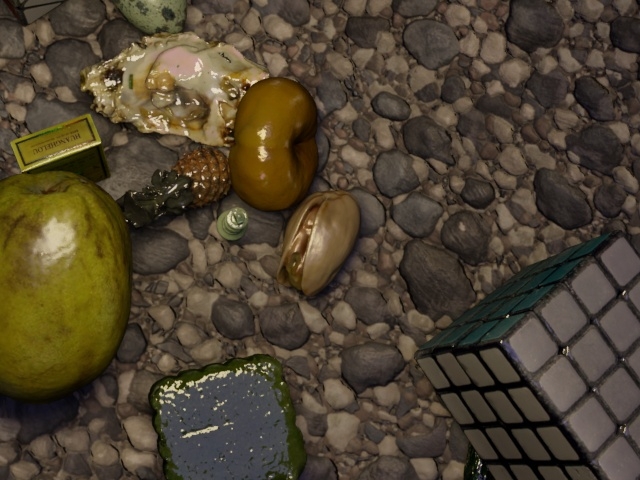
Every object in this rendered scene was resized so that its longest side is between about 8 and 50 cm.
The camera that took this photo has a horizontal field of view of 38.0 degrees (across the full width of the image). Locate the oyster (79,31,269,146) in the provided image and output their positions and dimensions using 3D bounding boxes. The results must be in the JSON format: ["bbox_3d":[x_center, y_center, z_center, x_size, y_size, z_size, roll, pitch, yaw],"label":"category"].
[{"bbox_3d":[-0.273,-0.296,1.757,0.354,0.107,0.201,9,102,-22],"label":"oyster"}]

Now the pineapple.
[{"bbox_3d":[-0.267,-0.088,1.675,0.111,0.119,0.237,37,41,22],"label":"pineapple"}]

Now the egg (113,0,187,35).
[{"bbox_3d":[-0.318,-0.459,1.741,0.132,0.132,0.172,-37,97,-13],"label":"egg"}]

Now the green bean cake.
[{"bbox_3d":[-0.168,0.340,1.662,0.249,0.156,0.247,-14,85,-12],"label":"green bean cake"}]

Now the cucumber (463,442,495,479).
[{"bbox_3d":[0.303,0.476,1.786,0.067,0.067,0.294,13,77,-9],"label":"cucumber"}]

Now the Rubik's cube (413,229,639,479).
[{"bbox_3d":[0.440,0.232,1.679,0.344,0.337,0.344,-37,91,-25],"label":"Rubik's cube"}]

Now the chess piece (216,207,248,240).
[{"bbox_3d":[-0.158,-0.034,1.713,0.059,0.149,0.059,1,85,-11],"label":"chess piece"}]

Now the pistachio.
[{"bbox_3d":[0.000,0.000,1.752,0.143,0.144,0.215,28,82,-7],"label":"pistachio"}]

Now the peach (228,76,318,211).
[{"bbox_3d":[-0.084,-0.175,1.697,0.153,0.251,0.251,3,82,6],"label":"peach"}]

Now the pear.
[{"bbox_3d":[-0.466,0.072,1.526,0.351,0.352,0.414,14,120,-9],"label":"pear"}]

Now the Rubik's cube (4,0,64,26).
[{"bbox_3d":[-0.522,-0.548,1.674,0.205,0.207,0.205,-38,90,-13],"label":"Rubik's cube"}]

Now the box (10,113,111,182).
[{"bbox_3d":[-0.450,-0.140,1.631,0.140,0.220,0.064,-23,81,-12],"label":"box"}]
